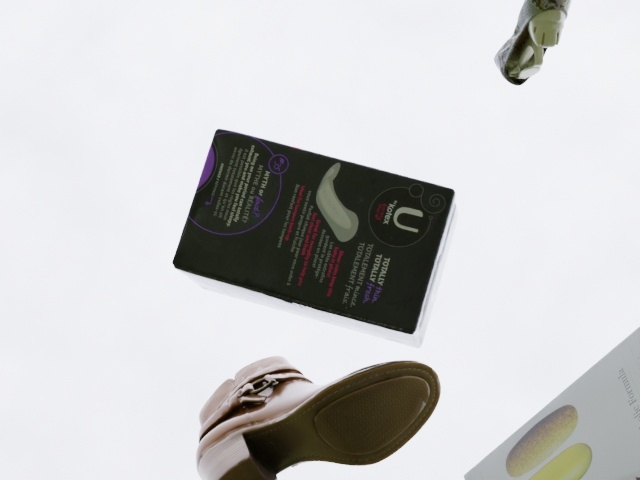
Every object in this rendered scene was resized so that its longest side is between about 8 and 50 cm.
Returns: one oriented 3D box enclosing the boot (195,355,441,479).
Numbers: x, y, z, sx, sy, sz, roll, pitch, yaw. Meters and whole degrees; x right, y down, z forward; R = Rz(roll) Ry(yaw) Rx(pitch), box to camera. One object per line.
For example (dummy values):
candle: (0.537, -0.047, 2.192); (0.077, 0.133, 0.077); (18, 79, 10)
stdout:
boot: (-0.014, 0.187, 1.475); (0.283, 0.220, 0.109); (-35, -71, 2)

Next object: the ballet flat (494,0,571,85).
ballet flat: (0.168, -0.158, 1.013); (0.041, 0.041, 0.114); (25, -33, 0)

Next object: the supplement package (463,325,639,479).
supplement package: (0.259, 0.200, 1.099); (0.134, 0.139, 0.244); (24, -57, -31)

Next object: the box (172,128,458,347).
box: (0.000, 0.000, 1.436); (0.270, 0.143, 0.165); (16, -99, 10)
